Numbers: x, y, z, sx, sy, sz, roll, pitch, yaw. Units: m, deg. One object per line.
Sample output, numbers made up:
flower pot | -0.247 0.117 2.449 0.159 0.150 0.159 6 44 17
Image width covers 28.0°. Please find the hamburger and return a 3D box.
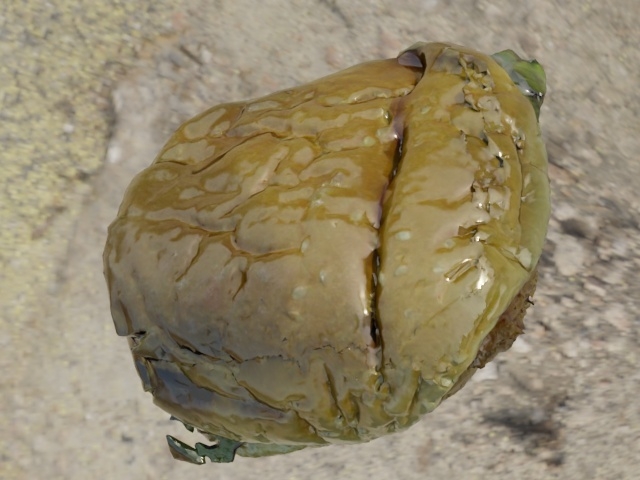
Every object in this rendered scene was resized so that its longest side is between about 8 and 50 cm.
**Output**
hamburger | 0.000 0.000 0.547 0.206 0.130 0.183 -22 40 37
